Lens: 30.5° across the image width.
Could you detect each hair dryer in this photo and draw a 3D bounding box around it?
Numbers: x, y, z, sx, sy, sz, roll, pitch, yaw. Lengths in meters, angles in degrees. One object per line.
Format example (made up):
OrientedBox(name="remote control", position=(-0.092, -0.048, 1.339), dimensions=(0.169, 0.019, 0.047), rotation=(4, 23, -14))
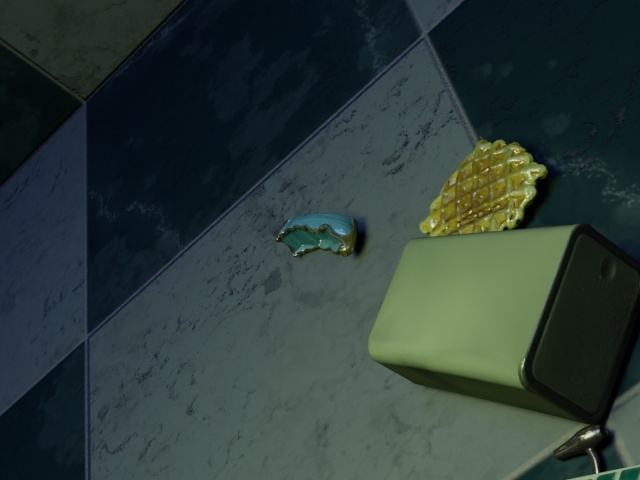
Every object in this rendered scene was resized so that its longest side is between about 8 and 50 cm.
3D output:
OrientedBox(name="hair dryer", position=(0.327, 0.275, 1.447), dimensions=(0.079, 0.031, 0.083), rotation=(-42, 41, 37))

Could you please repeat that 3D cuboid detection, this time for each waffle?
OrientedBox(name="waffle", position=(0.250, -0.061, 1.828), dimensions=(0.214, 0.054, 0.208), rotation=(-57, 35, 5))

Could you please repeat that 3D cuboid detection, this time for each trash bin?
OrientedBox(name="trash bin", position=(0.235, 0.100, 1.587), dimensions=(0.343, 0.158, 0.223), rotation=(3, 65, 55))

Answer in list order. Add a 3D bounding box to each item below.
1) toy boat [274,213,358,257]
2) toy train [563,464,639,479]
OrientedBox(name="toy boat", position=(0.000, 0.000, 2.067), dimensions=(0.185, 0.075, 0.077), rotation=(-5, 53, 45))
OrientedBox(name="toy train", position=(0.237, 0.353, 1.426), dimensions=(0.407, 0.088, 0.086), rotation=(-24, 43, 39))
